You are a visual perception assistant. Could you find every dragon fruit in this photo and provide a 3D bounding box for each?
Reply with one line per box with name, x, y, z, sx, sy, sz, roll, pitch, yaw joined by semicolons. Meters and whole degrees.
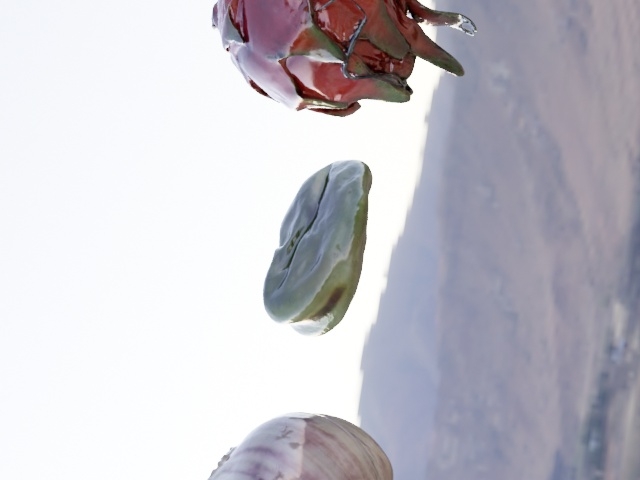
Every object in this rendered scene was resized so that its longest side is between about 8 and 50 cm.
dragon fruit;0.009;-0.211;1.442;0.193;0.274;0.192;-47;-14;-42

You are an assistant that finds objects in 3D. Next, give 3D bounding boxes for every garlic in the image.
garlic;-0.007;0.275;1.129;0.245;0.253;0.245;-45;-2;-2

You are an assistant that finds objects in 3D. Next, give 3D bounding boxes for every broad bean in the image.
broad bean;0.002;0.001;1.627;0.072;0.153;0.207;24;-104;-37
